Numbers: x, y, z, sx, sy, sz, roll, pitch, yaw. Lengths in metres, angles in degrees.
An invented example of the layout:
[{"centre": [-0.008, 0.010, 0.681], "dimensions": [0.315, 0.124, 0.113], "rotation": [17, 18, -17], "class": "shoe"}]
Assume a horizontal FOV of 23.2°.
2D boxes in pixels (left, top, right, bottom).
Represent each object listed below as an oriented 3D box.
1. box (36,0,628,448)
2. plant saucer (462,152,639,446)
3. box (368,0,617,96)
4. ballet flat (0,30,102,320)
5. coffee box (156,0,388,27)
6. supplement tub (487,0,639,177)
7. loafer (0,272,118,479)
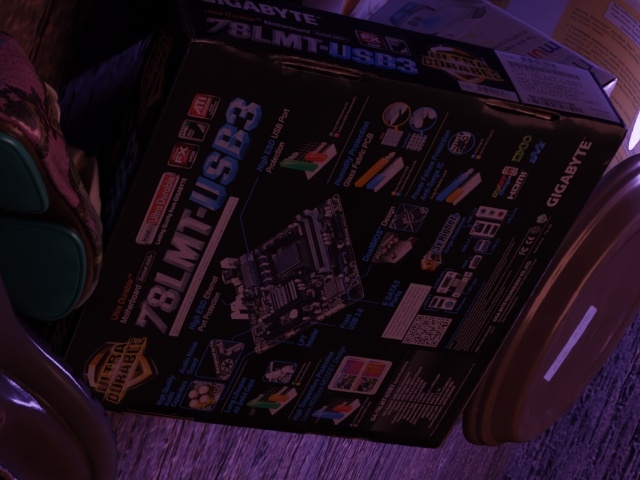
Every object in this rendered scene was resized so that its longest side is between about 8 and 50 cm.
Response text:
[{"centre": [0.000, 0.000, 0.989], "dimensions": [0.073, 0.293, 0.295], "rotation": [-108, -145, -48], "class": "box"}, {"centre": [0.210, 0.057, 1.266], "dimensions": [0.278, 0.041, 0.278], "rotation": [-44, 155, -27], "class": "plant saucer"}, {"centre": [0.069, -0.055, 1.183], "dimensions": [0.127, 0.231, 0.262], "rotation": [-30, 146, -41], "class": "box"}, {"centre": [-0.158, -0.036, 0.862], "dimensions": [0.221, 0.077, 0.079], "rotation": [85, 16, -60], "class": "ballet flat"}, {"centre": [0.008, -0.219, 1.006], "dimensions": [0.246, 0.098, 0.141], "rotation": [-45, 156, -46], "class": "coffee box"}, {"centre": [0.185, -0.120, 1.417], "dimensions": [0.331, 0.241, 0.241], "rotation": [-61, 164, -25], "class": "supplement tub"}, {"centre": [-0.214, 0.072, 0.777], "dimensions": [0.130, 0.134, 0.366], "rotation": [-52, 151, -21], "class": "loafer"}]
